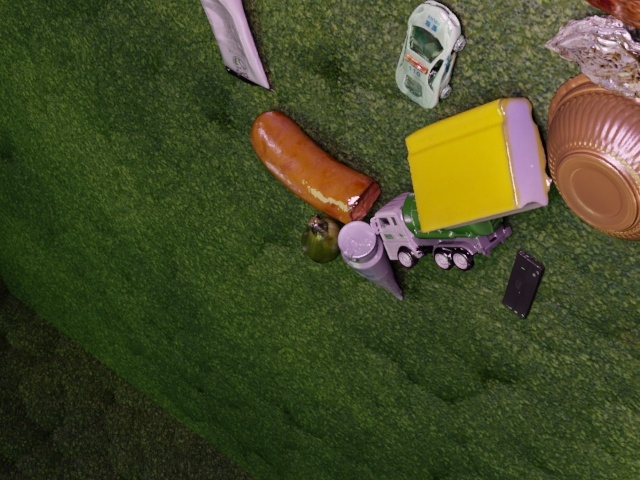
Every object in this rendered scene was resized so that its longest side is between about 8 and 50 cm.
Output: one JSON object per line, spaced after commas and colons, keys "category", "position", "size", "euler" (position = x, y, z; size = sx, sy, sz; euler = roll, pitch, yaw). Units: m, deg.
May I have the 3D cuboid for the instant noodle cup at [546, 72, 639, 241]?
{"category": "instant noodle cup", "position": [0.385, -0.087, 1.508], "size": [0.274, 0.091, 0.274], "euler": [36, 150, 25]}

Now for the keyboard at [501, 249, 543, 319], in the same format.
{"category": "keyboard", "position": [0.328, 0.073, 1.879], "size": [0.053, 0.010, 0.155], "euler": [38, 151, 21]}

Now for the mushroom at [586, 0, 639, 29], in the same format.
{"category": "mushroom", "position": [0.306, -0.334, 1.202], "size": [0.278, 0.146, 0.278], "euler": [55, -175, -7]}

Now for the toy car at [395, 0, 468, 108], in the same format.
{"category": "toy car", "position": [0.149, -0.265, 1.654], "size": [0.093, 0.058, 0.186], "euler": [41, 152, 18]}

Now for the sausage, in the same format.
{"category": "sausage", "position": [-0.022, -0.129, 2.030], "size": [0.270, 0.109, 0.109], "euler": [40, 152, 22]}

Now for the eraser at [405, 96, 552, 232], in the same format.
{"category": "eraser", "position": [0.223, -0.106, 1.664], "size": [0.226, 0.069, 0.158], "euler": [-15, 81, 54]}

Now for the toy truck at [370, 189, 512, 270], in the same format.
{"category": "toy truck", "position": [0.194, -0.028, 1.850], "size": [0.242, 0.101, 0.125], "euler": [-2, 120, 53]}

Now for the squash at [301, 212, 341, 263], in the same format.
{"category": "squash", "position": [0.002, 0.001, 2.092], "size": [0.080, 0.071, 0.318], "euler": [34, 175, 0]}

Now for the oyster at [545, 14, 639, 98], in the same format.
{"category": "oyster", "position": [0.357, -0.227, 1.397], "size": [0.177, 0.064, 0.125], "euler": [32, 150, 18]}

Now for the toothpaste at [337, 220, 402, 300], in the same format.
{"category": "toothpaste", "position": [0.089, 0.038, 2.064], "size": [0.114, 0.073, 0.299], "euler": [38, 175, 18]}

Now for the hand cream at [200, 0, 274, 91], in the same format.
{"category": "hand cream", "position": [-0.161, -0.386, 1.951], "size": [0.121, 0.076, 0.336], "euler": [35, 156, 35]}
